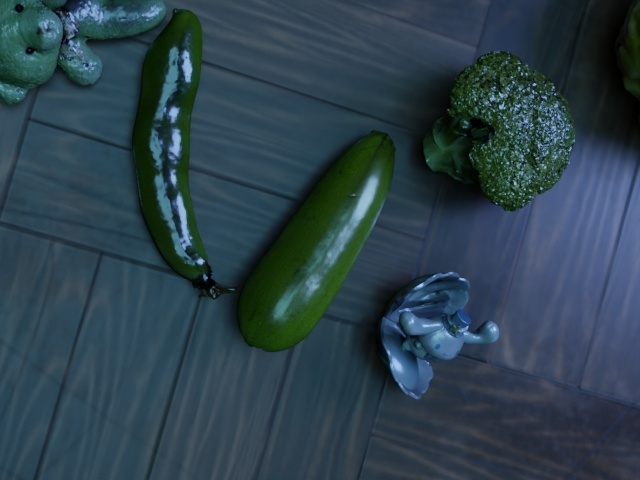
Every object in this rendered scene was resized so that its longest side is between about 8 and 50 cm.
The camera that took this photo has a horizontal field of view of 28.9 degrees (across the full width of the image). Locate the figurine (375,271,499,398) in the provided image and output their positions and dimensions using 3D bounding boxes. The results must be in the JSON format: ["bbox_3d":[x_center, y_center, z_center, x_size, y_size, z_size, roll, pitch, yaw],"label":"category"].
[{"bbox_3d":[0.087,0.069,0.985,0.086,0.094,0.082,-33,58,17],"label":"figurine"}]

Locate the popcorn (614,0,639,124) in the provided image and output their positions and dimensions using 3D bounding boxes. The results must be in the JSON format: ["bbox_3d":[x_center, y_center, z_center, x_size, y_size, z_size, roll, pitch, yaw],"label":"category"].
[{"bbox_3d":[0.337,-0.156,1.008,0.187,0.167,0.185,-6,64,-46],"label":"popcorn"}]

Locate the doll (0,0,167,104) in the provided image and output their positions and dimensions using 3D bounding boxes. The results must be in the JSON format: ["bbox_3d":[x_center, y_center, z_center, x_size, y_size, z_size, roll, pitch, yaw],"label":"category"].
[{"bbox_3d":[-0.192,-0.171,0.929,0.150,0.077,0.115,-29,104,-22],"label":"doll"}]

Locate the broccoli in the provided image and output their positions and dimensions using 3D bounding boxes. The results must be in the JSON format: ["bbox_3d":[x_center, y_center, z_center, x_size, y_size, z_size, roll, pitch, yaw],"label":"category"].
[{"bbox_3d":[0.142,-0.084,0.987,0.120,0.131,0.130,-13,109,25],"label":"broccoli"}]

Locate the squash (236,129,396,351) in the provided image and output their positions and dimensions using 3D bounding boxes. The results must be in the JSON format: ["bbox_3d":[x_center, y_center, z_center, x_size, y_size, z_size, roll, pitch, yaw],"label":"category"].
[{"bbox_3d":[0.000,0.000,0.977,0.066,0.066,0.201,34,77,-11],"label":"squash"}]

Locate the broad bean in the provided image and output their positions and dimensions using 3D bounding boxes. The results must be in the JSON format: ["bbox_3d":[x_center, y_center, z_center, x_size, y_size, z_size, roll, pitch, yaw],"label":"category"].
[{"bbox_3d":[-0.111,-0.065,0.962,0.069,0.039,0.227,-9,93,-7],"label":"broad bean"}]
